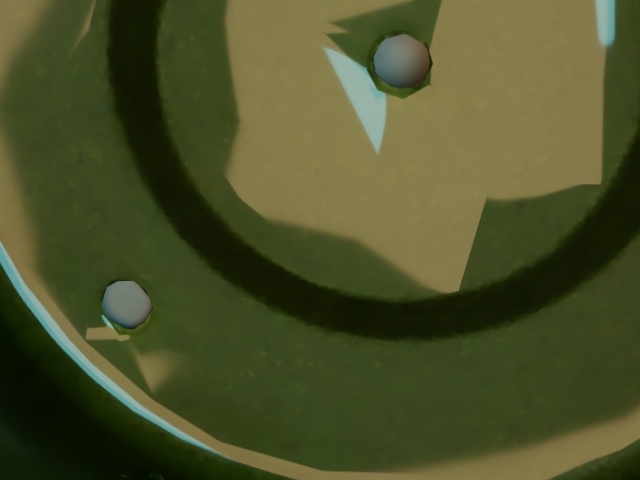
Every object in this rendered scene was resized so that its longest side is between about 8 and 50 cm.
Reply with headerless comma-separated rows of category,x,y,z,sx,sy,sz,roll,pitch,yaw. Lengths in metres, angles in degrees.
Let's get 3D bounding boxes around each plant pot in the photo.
plant pot,0.000,0.000,0.255,0.366,0.353,0.367,1,105,5
